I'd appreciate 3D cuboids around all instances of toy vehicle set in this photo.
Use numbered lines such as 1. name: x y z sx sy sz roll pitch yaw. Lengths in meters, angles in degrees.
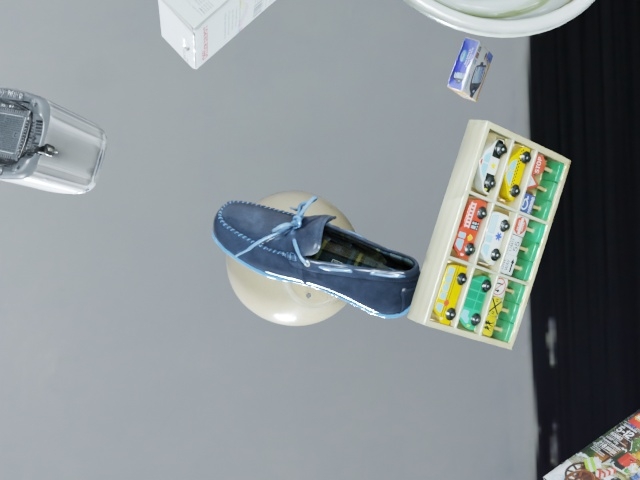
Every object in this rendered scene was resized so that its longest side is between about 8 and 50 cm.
1. toy vehicle set: 0.221 -0.004 1.262 0.166 0.267 0.035 17 -179 -35

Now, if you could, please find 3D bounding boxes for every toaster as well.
1. toaster: -0.410 -0.139 1.393 0.227 0.129 0.146 11 176 32

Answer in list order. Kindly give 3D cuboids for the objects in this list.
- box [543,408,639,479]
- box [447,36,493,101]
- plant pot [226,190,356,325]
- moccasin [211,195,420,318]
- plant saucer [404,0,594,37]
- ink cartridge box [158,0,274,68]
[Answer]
1. box: 0.372 0.280 1.040 0.159 0.044 0.233 -32 -154 -12
2. box: 0.236 -0.269 1.537 0.028 0.081 0.136 21 -173 17
3. plant pot: -0.032 0.051 1.967 0.284 0.284 0.191 -2 -169 -17
4. moccasin: 0.000 0.000 1.518 0.342 0.138 0.117 18 138 3
5. plant saucer: 0.215 -0.448 1.346 0.400 0.401 0.100 -2 165 -13
6. ink cartridge box: -0.131 -0.331 1.310 0.175 0.072 0.127 -44 175 -14
